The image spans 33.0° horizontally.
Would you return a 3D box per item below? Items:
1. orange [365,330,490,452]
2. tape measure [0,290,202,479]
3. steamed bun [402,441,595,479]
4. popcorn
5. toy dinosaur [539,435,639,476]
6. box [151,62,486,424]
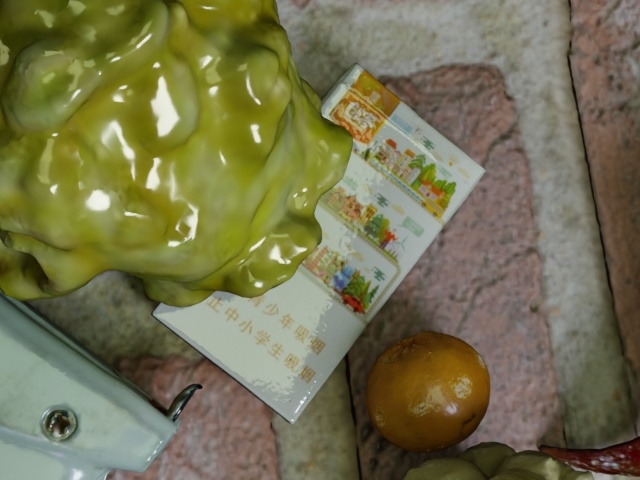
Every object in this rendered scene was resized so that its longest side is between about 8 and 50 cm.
[{"bbox_3d":[0.070,0.098,0.705,0.083,0.083,0.070,-20,108,-8],"label":"orange"},{"bbox_3d":[-0.239,0.119,0.653,0.243,0.125,0.246,36,79,2],"label":"tape measure"},{"bbox_3d":[0.111,0.218,0.634,0.106,0.192,0.177,-14,92,-22],"label":"steamed bun"},{"bbox_3d":[-0.121,-0.076,0.609,0.242,0.250,0.235,-25,59,-1],"label":"popcorn"},{"bbox_3d":[0.284,0.005,0.742,0.207,0.113,0.327,7,91,-30],"label":"toy dinosaur"},{"bbox_3d":[0.000,0.000,0.734,0.122,0.032,0.220,39,81,-5],"label":"box"}]
